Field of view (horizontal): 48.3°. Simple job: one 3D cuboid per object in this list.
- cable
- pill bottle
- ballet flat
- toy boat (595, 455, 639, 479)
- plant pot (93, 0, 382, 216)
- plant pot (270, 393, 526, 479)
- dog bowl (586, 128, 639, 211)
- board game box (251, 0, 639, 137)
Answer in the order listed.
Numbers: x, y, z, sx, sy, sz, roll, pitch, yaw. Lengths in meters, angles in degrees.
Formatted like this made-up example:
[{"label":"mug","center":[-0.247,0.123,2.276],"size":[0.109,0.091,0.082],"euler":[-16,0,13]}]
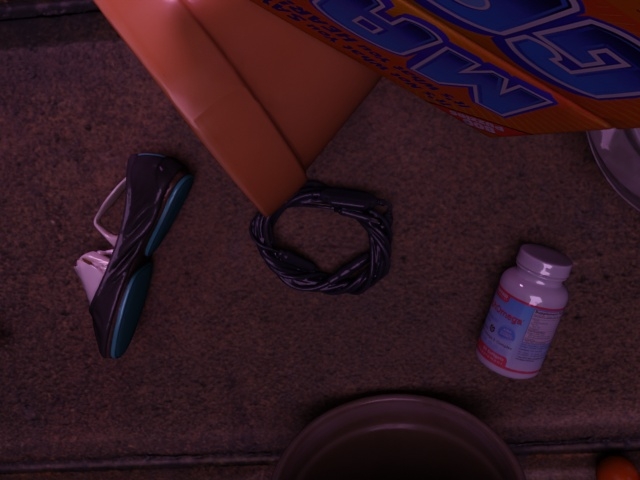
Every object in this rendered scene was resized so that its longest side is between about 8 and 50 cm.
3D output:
[{"label":"cable","center":[0.000,0.000,0.923],"size":[0.185,0.047,0.150],"euler":[5,116,-1]},{"label":"pill bottle","center":[0.262,0.090,0.913],"size":[0.087,0.087,0.160],"euler":[13,111,-1]},{"label":"ballet flat","center":[-0.252,0.014,0.922],"size":[0.096,0.095,0.280],"euler":[25,101,4]},{"label":"toy boat","center":[0.442,0.375,1.002],"size":[0.231,0.151,0.151],"euler":[-36,75,15]},{"label":"plant pot","center":[-0.065,-0.197,0.736],"size":[0.203,0.291,0.291],"euler":[-37,105,-1]},{"label":"plant pot","center":[0.105,0.419,0.958],"size":[0.323,0.323,0.280],"euler":[-3,127,5]},{"label":"dog bowl","center":[0.452,-0.186,0.786],"size":[0.349,0.102,0.348],"euler":[1,111,3]},{"label":"board game box","center":[0.139,-0.310,0.474],"size":[0.356,0.356,0.356],"euler":[25,87,-19]}]
